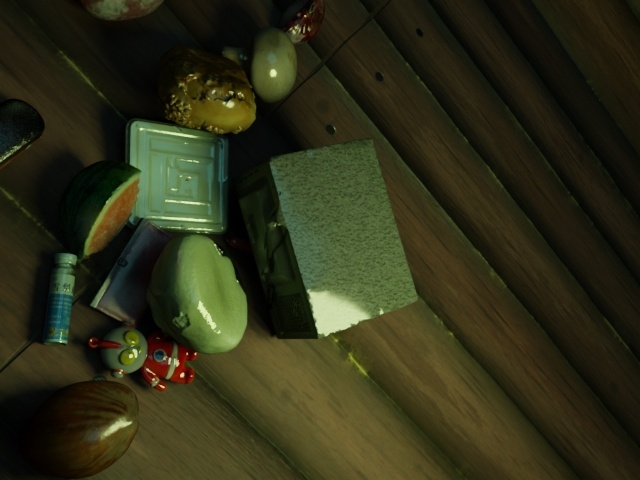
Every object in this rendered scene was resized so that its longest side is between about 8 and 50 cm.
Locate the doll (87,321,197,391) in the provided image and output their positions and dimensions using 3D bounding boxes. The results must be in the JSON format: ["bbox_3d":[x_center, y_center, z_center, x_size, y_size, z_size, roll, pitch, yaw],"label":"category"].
[{"bbox_3d":[-0.390,0.250,1.304,0.244,0.076,0.143,24,58,-32],"label":"doll"}]

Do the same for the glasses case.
[{"bbox_3d":[-0.696,-0.196,1.226,0.103,0.067,0.267,47,55,-13],"label":"glasses case"}]

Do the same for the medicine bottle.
[{"bbox_3d":[-0.548,0.124,1.242,0.051,0.051,0.191,12,70,-32],"label":"medicine bottle"}]

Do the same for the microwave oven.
[{"bbox_3d":[0.000,0.000,1.498,0.374,0.236,0.433,-16,89,-29],"label":"microwave oven"}]

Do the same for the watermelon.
[{"bbox_3d":[-0.510,-0.086,1.293,0.146,0.128,0.231,32,73,9],"label":"watermelon"}]

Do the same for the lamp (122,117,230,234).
[{"bbox_3d":[-0.350,-0.151,1.453,0.268,0.047,0.267,2,85,-35],"label":"lamp"}]

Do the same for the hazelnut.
[{"bbox_3d":[-0.455,0.373,1.143,0.210,0.210,0.186,11,109,-32],"label":"hazelnut"}]

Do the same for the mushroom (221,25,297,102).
[{"bbox_3d":[-0.159,-0.478,1.639,0.209,0.206,0.207,-24,90,3],"label":"mushroom"}]

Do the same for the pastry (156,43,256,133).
[{"bbox_3d":[-0.288,-0.364,1.473,0.254,0.162,0.311,21,25,-18],"label":"pastry"}]

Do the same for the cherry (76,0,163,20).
[{"bbox_3d":[-0.484,-0.662,1.432,0.236,0.213,0.286,35,76,-9],"label":"cherry"}]

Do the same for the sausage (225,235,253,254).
[{"bbox_3d":[-0.140,0.038,1.570,0.253,0.034,0.034,23,63,-27],"label":"sausage"}]

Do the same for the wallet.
[{"bbox_3d":[-0.416,0.075,1.347,0.119,0.025,0.232,38,65,-30],"label":"wallet"}]

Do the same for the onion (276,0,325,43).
[{"bbox_3d":[-0.042,-0.674,1.798,0.098,0.151,0.206,45,70,-33],"label":"onion"}]

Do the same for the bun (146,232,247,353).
[{"bbox_3d":[-0.291,0.132,1.342,0.283,0.179,0.284,-19,90,-74],"label":"bun"}]
